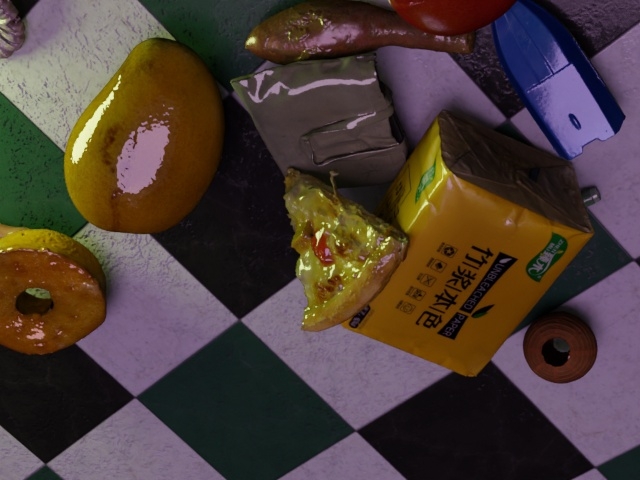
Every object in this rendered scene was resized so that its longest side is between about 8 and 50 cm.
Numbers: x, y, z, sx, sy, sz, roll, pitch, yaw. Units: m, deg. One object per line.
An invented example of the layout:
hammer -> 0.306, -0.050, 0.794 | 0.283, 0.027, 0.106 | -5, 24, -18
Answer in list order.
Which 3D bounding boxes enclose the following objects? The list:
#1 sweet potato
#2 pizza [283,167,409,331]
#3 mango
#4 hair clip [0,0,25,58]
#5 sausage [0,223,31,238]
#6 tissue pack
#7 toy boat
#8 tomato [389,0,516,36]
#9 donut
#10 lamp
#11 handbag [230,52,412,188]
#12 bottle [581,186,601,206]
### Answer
sweet potato -> 0.061, -0.349, 1.738 | 0.385, 0.109, 0.109 | -2, 120, 9
pizza -> 0.000, 0.000, 1.769 | 0.288, 0.075, 0.280 | 55, 130, 25
mango -> -0.305, -0.177, 1.866 | 0.263, 0.221, 0.378 | 28, 114, 2
hair clip -> -0.626, -0.455, 1.867 | 0.172, 0.069, 0.301 | 3, 121, 12
sausage -> -0.677, -0.026, 2.153 | 0.186, 0.043, 0.043 | 17, 123, 5
tissue pack -> 0.238, 0.014, 1.809 | 0.293, 0.228, 0.382 | 22, 124, -15
toy boat -> 0.370, -0.284, 1.710 | 0.129, 0.088, 0.295 | -32, 97, 29
tomato -> 0.199, -0.453, 1.534 | 0.226, 0.299, 0.299 | -8, 118, 15
donut -> -0.576, 0.098, 2.139 | 0.302, 0.110, 0.303 | 1, 130, 2
lamp -> 0.444, 0.198, 1.944 | 0.136, 0.136, 0.136 | 6, 121, 11
handbag -> 0.015, -0.195, 1.806 | 0.253, 0.109, 0.316 | -8, 140, 15
bottle -> 0.449, -0.068, 1.843 | 0.083, 0.030, 0.030 | -22, 112, 24
